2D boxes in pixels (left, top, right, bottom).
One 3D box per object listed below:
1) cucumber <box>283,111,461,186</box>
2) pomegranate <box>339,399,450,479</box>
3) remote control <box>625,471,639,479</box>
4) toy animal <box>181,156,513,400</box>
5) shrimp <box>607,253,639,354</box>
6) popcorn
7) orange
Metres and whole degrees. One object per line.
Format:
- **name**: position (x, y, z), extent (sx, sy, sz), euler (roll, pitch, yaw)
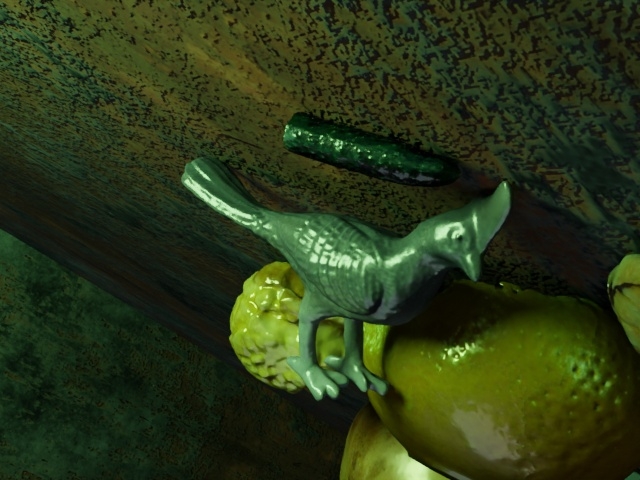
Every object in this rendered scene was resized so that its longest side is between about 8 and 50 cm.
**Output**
- **cucumber**: position (0.037, -0.061, 0.586), extent (0.133, 0.032, 0.032), euler (20, 163, 24)
- **pomegranate**: position (0.190, 0.367, 1.203), extent (0.338, 0.338, 0.338), euler (26, 165, 8)
- **remote control**: position (0.435, 0.354, 1.211), extent (0.244, 0.047, 0.087), euler (24, 167, 19)
- **toy animal**: position (0.014, 0.036, 0.710), extent (0.081, 0.206, 0.367), euler (-17, -162, -41)
- **shrimp**: position (0.301, 0.104, 0.562), extent (0.178, 0.075, 0.289), euler (36, 166, 49)
- **popcorn**: position (-0.027, 0.108, 1.029), extent (0.180, 0.170, 0.180), euler (41, 178, 2)
- **orange**: position (0.161, 0.141, 0.805), extent (0.262, 0.196, 0.334), euler (49, 165, -20)
